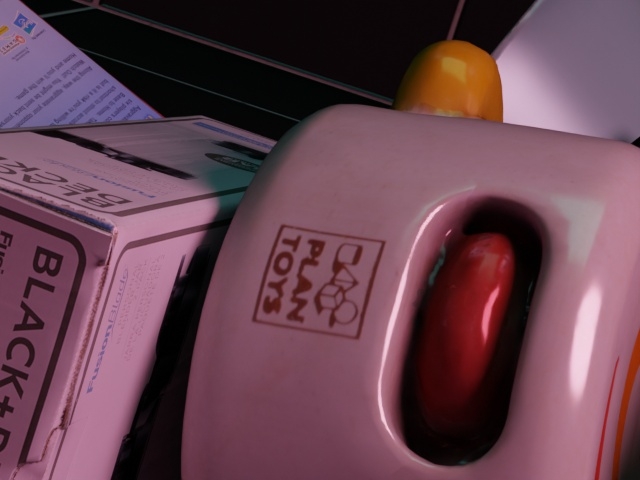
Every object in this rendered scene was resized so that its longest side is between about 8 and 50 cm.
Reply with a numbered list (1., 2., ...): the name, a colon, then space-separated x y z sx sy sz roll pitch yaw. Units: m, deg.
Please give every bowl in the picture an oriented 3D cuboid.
1. bowl: 0.123 -0.006 1.071 0.163 0.311 0.311 39 12 1

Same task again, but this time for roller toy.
1. roller toy: 0.038 0.050 0.654 0.146 0.209 0.191 10 25 17

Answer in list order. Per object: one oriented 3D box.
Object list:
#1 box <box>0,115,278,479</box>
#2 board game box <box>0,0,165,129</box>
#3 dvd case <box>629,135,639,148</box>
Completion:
1. box: -0.080 0.045 0.689 0.087 0.169 0.290 21 12 13
2. board game box: -0.159 -0.008 0.791 0.145 0.027 0.281 39 37 1
3. dvd case: 0.100 0.047 0.849 0.022 0.253 0.180 52 -3 -21
